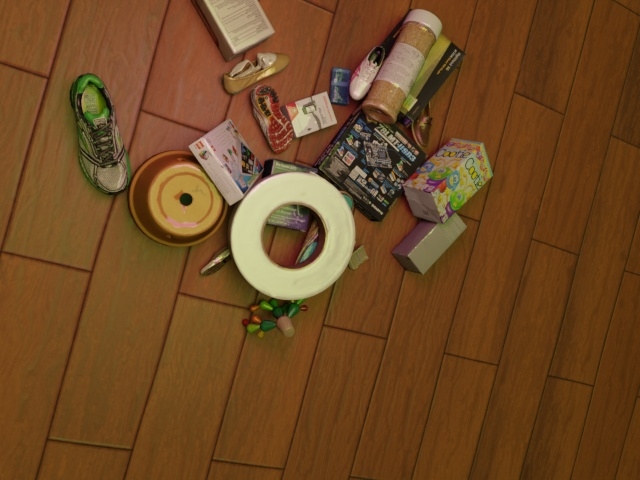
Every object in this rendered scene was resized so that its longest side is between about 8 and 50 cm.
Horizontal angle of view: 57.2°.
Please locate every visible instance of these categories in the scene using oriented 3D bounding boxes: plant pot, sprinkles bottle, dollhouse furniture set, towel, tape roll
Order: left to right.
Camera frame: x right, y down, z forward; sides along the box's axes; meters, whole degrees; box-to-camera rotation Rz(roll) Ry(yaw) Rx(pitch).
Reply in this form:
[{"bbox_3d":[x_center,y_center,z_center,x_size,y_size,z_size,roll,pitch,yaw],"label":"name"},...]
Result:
[{"bbox_3d":[-0.395,-0.118,1.667,0.291,0.203,0.291,-2,95,-19],"label":"plant pot"},{"bbox_3d":[-0.085,-0.016,1.771,0.392,0.072,0.392,-2,97,-18],"label":"tape roll"},{"bbox_3d":[0.064,-0.506,1.927,0.067,0.029,0.119,3,93,-20],"label":"towel"},{"bbox_3d":[0.097,0.021,1.984,0.076,0.058,0.152,-40,126,-21],"label":"dollhouse furniture set"},{"bbox_3d":[0.256,-0.543,1.837,0.121,0.121,0.355,30,80,-20],"label":"sprinkles bottle"}]

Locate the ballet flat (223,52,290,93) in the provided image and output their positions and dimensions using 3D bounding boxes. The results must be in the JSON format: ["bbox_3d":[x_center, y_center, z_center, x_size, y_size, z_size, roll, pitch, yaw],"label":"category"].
[{"bbox_3d":[-0.195,-0.528,1.795,0.232,0.080,0.073,-35,144,-14],"label":"ballet flat"}]

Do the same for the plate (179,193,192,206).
[{"bbox_3d":[-0.390,-0.113,1.790,0.188,0.024,0.188,-1,94,-20],"label":"plate"}]

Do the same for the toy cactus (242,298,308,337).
[{"bbox_3d":[-0.128,0.249,1.843,0.219,0.180,0.112,-20,121,-13],"label":"toy cactus"}]

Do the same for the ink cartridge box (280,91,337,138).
[{"bbox_3d":[-0.036,-0.402,1.879,0.150,0.063,0.109,-23,102,-17],"label":"ink cartridge box"}]

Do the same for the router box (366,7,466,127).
[{"bbox_3d":[0.293,-0.570,1.949,0.243,0.081,0.309,38,81,-3],"label":"router box"}]

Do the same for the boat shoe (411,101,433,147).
[{"bbox_3d":[0.349,-0.405,1.998,0.064,0.060,0.178,9,74,-39],"label":"boat shoe"}]

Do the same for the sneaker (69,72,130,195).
[{"bbox_3d":[-0.619,-0.291,1.626,0.134,0.146,0.343,-18,101,-19],"label":"sneaker"}]

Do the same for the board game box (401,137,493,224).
[{"bbox_3d":[0.433,-0.206,1.994,0.275,0.144,0.142,-42,126,-20],"label":"board game box"}]

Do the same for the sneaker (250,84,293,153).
[{"bbox_3d":[-0.154,-0.379,1.831,0.088,0.093,0.225,-29,119,-22],"label":"sneaker"}]

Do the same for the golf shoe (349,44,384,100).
[{"bbox_3d":[0.143,-0.530,1.841,0.067,0.086,0.186,25,84,-4],"label":"golf shoe"}]

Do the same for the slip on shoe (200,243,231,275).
[{"bbox_3d":[-0.319,0.058,1.823,0.135,0.051,0.041,-38,66,-6],"label":"slip on shoe"}]

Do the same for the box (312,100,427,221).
[{"bbox_3d":[0.169,-0.263,1.961,0.295,0.073,0.293,39,78,-21],"label":"box"}]

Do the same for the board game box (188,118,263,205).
[{"bbox_3d":[-0.261,-0.235,1.690,0.053,0.305,0.193,-29,105,15],"label":"board game box"}]

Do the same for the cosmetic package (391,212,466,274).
[{"bbox_3d":[0.374,-0.001,2.032,0.238,0.127,0.107,-47,109,-9],"label":"cosmetic package"}]

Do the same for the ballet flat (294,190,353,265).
[{"bbox_3d":[0.000,0.000,1.899,0.123,0.123,0.348,25,88,-20],"label":"ballet flat"}]

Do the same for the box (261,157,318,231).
[{"bbox_3d":[-0.111,-0.142,1.848,0.153,0.108,0.207,10,91,-20],"label":"box"}]

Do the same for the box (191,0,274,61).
[{"bbox_3d":[-0.266,-0.675,1.738,0.148,0.127,0.232,-33,105,-15],"label":"box"}]
